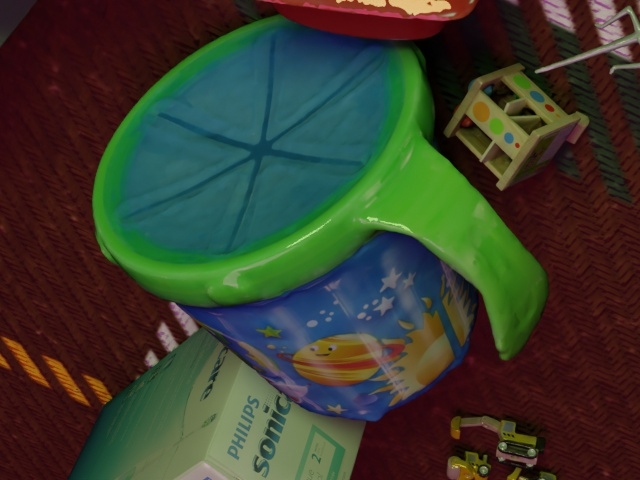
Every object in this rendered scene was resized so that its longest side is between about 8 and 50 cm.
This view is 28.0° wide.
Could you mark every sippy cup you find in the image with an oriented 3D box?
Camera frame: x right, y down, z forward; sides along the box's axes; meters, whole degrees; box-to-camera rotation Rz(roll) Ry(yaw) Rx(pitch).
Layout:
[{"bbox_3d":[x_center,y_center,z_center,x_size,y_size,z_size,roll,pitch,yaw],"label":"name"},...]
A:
[{"bbox_3d":[0.000,0.000,0.881,0.240,0.305,0.224,-29,132,5],"label":"sippy cup"}]

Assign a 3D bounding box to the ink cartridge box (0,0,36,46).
[{"bbox_3d":[-0.316,-0.130,0.909,0.208,0.153,0.087,-22,120,34],"label":"ink cartridge box"}]

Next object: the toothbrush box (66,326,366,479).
[{"bbox_3d":[-0.099,0.189,1.072,0.126,0.216,0.295,37,130,-15],"label":"toothbrush box"}]

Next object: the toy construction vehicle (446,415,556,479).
[{"bbox_3d":[0.159,0.188,1.111,0.098,0.035,0.086,10,143,14],"label":"toy construction vehicle"}]

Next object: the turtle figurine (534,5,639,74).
[{"bbox_3d":[0.177,-0.207,0.698,0.234,0.118,0.175,-36,131,21],"label":"turtle figurine"}]

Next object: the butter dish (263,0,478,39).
[{"bbox_3d":[0.030,-0.178,0.772,0.159,0.160,0.118,9,155,12],"label":"butter dish"}]

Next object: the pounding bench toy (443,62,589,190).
[{"bbox_3d":[0.135,-0.083,0.868,0.065,0.083,0.052,47,134,19],"label":"pounding bench toy"}]
